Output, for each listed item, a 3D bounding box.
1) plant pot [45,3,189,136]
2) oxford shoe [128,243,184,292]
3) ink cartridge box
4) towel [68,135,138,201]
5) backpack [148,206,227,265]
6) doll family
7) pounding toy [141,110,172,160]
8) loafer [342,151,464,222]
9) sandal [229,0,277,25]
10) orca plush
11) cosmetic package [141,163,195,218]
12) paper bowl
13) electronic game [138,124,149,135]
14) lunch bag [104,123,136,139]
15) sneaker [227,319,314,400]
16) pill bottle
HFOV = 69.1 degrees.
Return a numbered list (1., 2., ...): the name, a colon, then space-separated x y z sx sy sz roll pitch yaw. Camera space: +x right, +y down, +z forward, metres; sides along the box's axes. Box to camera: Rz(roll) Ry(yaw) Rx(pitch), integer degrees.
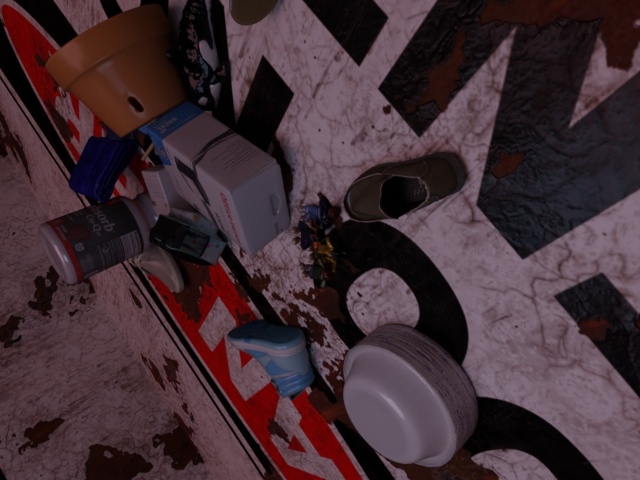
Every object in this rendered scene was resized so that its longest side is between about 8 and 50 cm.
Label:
1. plant pot: -0.440 -0.380 1.086 0.290 0.291 0.204 -4 124 51
2. oxford shoe: -0.670 0.050 1.753 0.449 0.130 0.169 42 138 22
3. ink cartridge box: -0.228 -0.141 1.061 0.307 0.129 0.223 37 154 28
4. towel: -0.755 -0.257 1.581 0.308 0.228 0.076 15 165 45
5. backpack: -0.364 -0.007 1.328 0.165 0.145 0.188 13 160 42
6. doll family: 0.000 0.000 0.978 0.111 0.076 0.193 2 112 54
7. pounding toy: -0.421 -0.273 1.264 0.141 0.100 0.130 27 132 36
8. loafer: 0.113 -0.082 0.775 0.251 0.087 0.094 -18 100 53
9. sandal: -0.097 -0.492 0.781 0.240 0.088 0.079 119 146 -42
10. orca plush: -0.275 -0.408 1.000 0.151 0.102 0.287 46 141 18
11. cosmetic package: -0.453 -0.114 1.424 0.117 0.085 0.231 11 120 46
12. paper bowl: 0.159 0.328 0.949 0.284 0.148 0.284 30 135 36
13. electronic game: -0.525 -0.415 1.336 0.229 0.048 0.229 28 132 36
14. lunch bag: -0.641 -0.362 1.492 0.098 0.065 0.067 15 122 37
15. sneaker: -0.143 0.349 1.336 0.319 0.127 0.208 0 112 50
16. pill bottle: -0.696 -0.024 1.533 0.210 0.362 0.210 29 134 35
